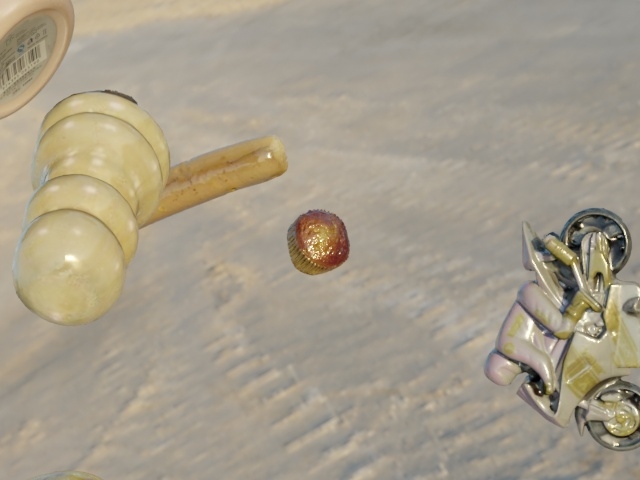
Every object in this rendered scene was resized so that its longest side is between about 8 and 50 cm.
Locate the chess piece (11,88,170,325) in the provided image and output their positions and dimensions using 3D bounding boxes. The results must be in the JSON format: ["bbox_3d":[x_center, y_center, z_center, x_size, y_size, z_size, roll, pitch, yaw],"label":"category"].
[{"bbox_3d":[-0.226,-0.022,1.227,0.143,0.142,0.261,-23,29,17],"label":"chess piece"}]

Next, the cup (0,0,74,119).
[{"bbox_3d":[-0.390,-0.228,1.305,0.253,0.200,0.191,-32,-25,-55],"label":"cup"}]

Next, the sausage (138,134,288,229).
[{"bbox_3d":[-0.178,-0.061,1.619,0.301,0.065,0.066,-21,16,17],"label":"sausage"}]

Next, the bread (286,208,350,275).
[{"bbox_3d":[0.000,0.000,1.648,0.085,0.085,0.053,-41,2,-40],"label":"bread"}]

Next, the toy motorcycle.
[{"bbox_3d":[0.222,0.087,1.201,0.152,0.225,0.073,-8,1,13],"label":"toy motorcycle"}]

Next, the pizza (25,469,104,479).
[{"bbox_3d":[-0.269,0.257,1.270,0.204,0.188,0.080,12,84,50],"label":"pizza"}]
